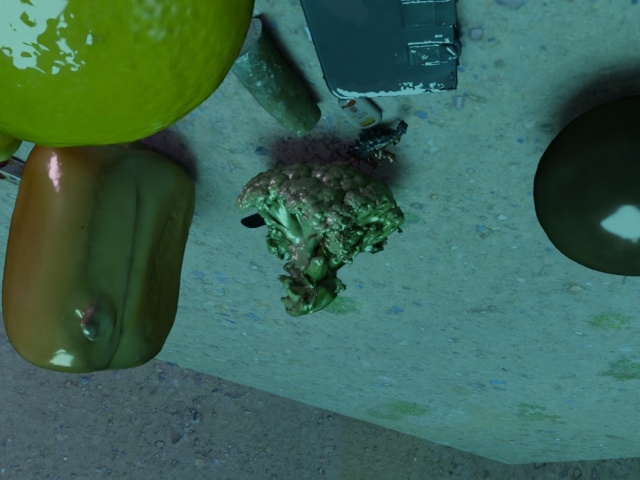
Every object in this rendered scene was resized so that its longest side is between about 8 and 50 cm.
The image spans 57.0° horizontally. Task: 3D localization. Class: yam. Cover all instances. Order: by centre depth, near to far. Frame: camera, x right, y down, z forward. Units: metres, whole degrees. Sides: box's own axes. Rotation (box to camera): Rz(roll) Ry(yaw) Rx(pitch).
[{"bbox_3d":[-0.064,-0.209,0.785,0.068,0.069,0.169,-3,148,29],"label":"yam"}]

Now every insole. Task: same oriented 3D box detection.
[{"bbox_3d":[-0.104,-0.045,1.186,0.152,0.002,0.053,-15,142,43],"label":"insole"}]

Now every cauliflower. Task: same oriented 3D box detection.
[{"bbox_3d":[0.000,0.000,0.948,0.272,0.251,0.275,3,172,23],"label":"cauliflower"}]

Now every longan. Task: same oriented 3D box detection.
[{"bbox_3d":[0.387,-0.064,0.707,0.248,0.249,0.248,10,153,5],"label":"longan"}]

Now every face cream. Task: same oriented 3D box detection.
[{"bbox_3d":[0.048,-0.189,0.821,0.040,0.021,0.083,-17,140,43],"label":"face cream"}]

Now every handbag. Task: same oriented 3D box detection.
[{"bbox_3d":[0.073,-0.257,0.641,0.179,0.062,0.229,0,150,18],"label":"handbag"}]

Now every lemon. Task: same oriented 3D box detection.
[{"bbox_3d":[-0.217,-0.248,0.504,0.347,0.348,0.348,10,153,5],"label":"lemon"}]

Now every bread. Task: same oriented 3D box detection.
[{"bbox_3d":[-0.373,0.009,0.998,0.252,0.377,0.348,12,-175,14],"label":"bread"}]

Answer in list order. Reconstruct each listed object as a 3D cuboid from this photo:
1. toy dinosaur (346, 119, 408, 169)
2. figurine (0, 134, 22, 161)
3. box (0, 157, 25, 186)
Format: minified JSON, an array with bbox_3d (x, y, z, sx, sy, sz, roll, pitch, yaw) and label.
[{"bbox_3d":[0.083,-0.142,0.865,0.055,0.049,0.154,30,157,-19],"label":"toy dinosaur"},{"bbox_3d":[-0.571,-0.197,0.994,0.246,0.131,0.157,5,115,49],"label":"figurine"},{"bbox_3d":[-0.577,-0.119,1.216,0.207,0.041,0.050,26,151,-21],"label":"box"}]
